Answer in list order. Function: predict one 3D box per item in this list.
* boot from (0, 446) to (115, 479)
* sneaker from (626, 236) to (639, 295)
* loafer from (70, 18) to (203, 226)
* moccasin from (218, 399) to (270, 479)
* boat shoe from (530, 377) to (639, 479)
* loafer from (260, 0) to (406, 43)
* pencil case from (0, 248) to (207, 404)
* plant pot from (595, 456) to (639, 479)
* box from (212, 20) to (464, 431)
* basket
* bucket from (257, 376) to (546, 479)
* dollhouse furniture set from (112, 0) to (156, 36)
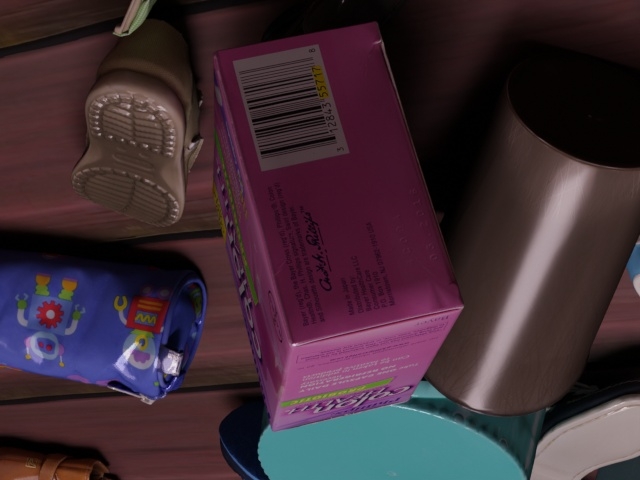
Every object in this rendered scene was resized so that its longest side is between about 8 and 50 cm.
[{"bbox_3d":[-0.346,0.359,1.705,0.220,0.109,0.283,-2,133,15],"label":"boot"},{"bbox_3d":[0.349,0.019,1.022,0.229,0.092,0.087,6,141,5],"label":"sneaker"},{"bbox_3d":[-0.139,-0.089,1.057,0.102,0.092,0.268,22,158,-6],"label":"loafer"},{"bbox_3d":[0.023,0.278,1.341,0.342,0.138,0.116,26,139,41],"label":"moccasin"},{"bbox_3d":[0.254,0.184,1.279,0.095,0.079,0.254,18,145,-8],"label":"boat shoe"},{"bbox_3d":[0.013,-0.154,0.939,0.062,0.061,0.170,31,139,-19],"label":"loafer"},{"bbox_3d":[-0.262,0.078,1.277,0.306,0.133,0.119,7,175,12],"label":"pencil case"},{"bbox_3d":[0.391,0.291,1.308,0.234,0.165,0.165,8,143,22],"label":"plant pot"},{"bbox_3d":[0.000,0.000,0.951,0.117,0.213,0.243,-12,161,-9],"label":"box"},{"bbox_3d":[0.166,-0.012,0.983,0.154,0.204,0.227,21,134,6],"label":"basket"},{"bbox_3d":[0.077,0.134,1.187,0.281,0.183,0.281,8,142,6],"label":"bucket"},{"bbox_3d":[-0.087,-0.199,0.904,0.059,0.076,0.151,24,141,-11],"label":"dollhouse furniture set"}]
